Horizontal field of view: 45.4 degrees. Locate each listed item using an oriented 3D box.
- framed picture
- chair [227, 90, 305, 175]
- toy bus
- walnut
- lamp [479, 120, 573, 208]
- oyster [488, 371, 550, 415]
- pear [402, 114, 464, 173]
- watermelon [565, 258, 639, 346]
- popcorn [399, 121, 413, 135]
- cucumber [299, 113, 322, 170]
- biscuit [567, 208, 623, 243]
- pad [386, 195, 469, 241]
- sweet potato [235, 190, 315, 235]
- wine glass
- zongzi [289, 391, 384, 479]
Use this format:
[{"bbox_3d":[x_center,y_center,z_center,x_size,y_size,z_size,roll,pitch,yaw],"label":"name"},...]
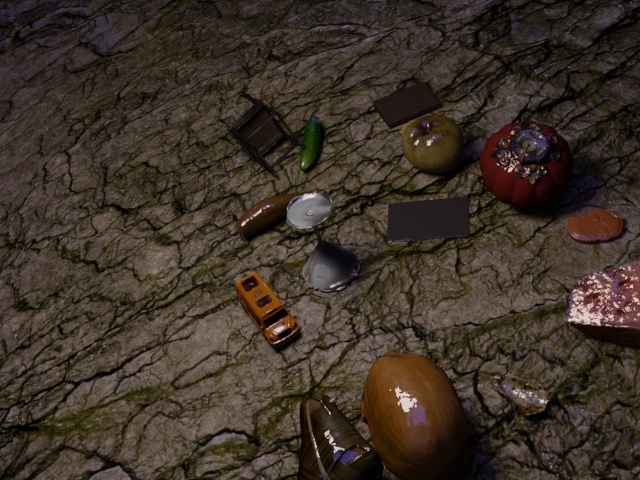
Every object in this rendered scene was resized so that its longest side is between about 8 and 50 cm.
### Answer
[{"bbox_3d":[0.259,-0.408,2.296,0.168,0.023,0.128,-23,47,-4],"label":"framed picture"},{"bbox_3d":[-0.180,-0.323,2.254,0.141,0.154,0.260,-43,40,-7],"label":"chair"},{"bbox_3d":[-0.131,0.165,1.845,0.083,0.088,0.194,-32,47,-13],"label":"toy bus"},{"bbox_3d":[0.187,0.335,1.516,0.203,0.203,0.298,-16,47,3],"label":"walnut"},{"bbox_3d":[0.508,-0.185,1.891,0.226,0.227,0.227,-9,47,10],"label":"lamp"},{"bbox_3d":[0.412,0.312,1.581,0.086,0.029,0.132,-22,42,-11],"label":"oyster"},{"bbox_3d":[0.307,-0.261,2.066,0.167,0.136,0.167,-11,49,13],"label":"pear"},{"bbox_3d":[0.653,0.141,1.610,0.256,0.140,0.193,-7,51,25],"label":"watermelon"},{"bbox_3d":[0.267,-0.301,2.174,0.083,0.060,0.068,29,30,10],"label":"popcorn"},{"bbox_3d":[-0.025,-0.298,2.264,0.056,0.056,0.250,-4,50,14],"label":"cucumber"},{"bbox_3d":[0.658,-0.035,1.829,0.130,0.019,0.102,-10,48,8],"label":"biscuit"},{"bbox_3d":[0.278,-0.055,1.979,0.211,0.003,0.143,-4,47,14],"label":"pad"},{"bbox_3d":[-0.127,-0.086,2.090,0.243,0.077,0.077,-30,47,-16],"label":"sweet potato"},{"bbox_3d":[0.000,0.000,1.857,0.156,0.232,0.156,-9,47,10],"label":"wine glass"},{"bbox_3d":[-0.030,0.443,1.554,0.241,0.111,0.247,-37,43,-8],"label":"zongzi"}]
